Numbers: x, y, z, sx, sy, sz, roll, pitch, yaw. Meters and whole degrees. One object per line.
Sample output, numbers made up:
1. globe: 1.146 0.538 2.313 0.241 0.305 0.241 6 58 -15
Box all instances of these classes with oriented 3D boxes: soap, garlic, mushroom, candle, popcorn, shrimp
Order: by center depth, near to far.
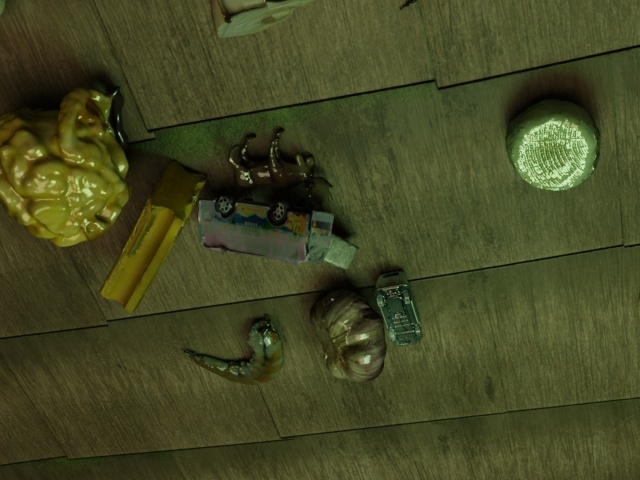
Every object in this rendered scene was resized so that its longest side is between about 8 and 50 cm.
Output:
1. mushroom: -0.124 -0.489 1.578 0.236 0.173 0.162 -22 95 -22
2. popcorn: -0.541 -0.170 1.763 0.382 0.349 0.349 -48 115 -9
3. candle: 0.000 0.000 1.890 0.192 0.168 0.068 28 92 -9
4. soap: -0.382 -0.008 1.908 0.096 0.204 0.324 28 124 -10
5. garlic: 0.084 0.228 2.032 0.160 0.245 0.245 -16 130 -22
6. shrimp: -0.199 0.310 2.222 0.287 0.068 0.185 -19 119 31

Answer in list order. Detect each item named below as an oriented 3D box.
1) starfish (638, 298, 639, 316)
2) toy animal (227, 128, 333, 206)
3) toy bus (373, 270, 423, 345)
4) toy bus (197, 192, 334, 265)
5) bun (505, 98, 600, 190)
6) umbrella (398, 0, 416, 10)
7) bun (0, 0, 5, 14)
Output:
1. starfish: 0.820 0.094 1.942 0.138 0.050 0.247 2 134 4
2. toy animal: -0.086 -0.150 1.845 0.214 0.094 0.186 -7 116 11
3. toy bus: 0.192 0.164 2.038 0.087 0.089 0.194 -12 124 14
4. toy bus: -0.129 -0.026 1.838 0.316 0.112 0.138 6 89 34
5. bun: 0.478 -0.199 1.717 0.195 0.118 0.195 6 123 9
6. umbrella: 0.210 -0.480 1.601 0.022 0.022 0.148 22 137 -39
7. bun: -0.720 -0.510 1.614 0.231 0.133 0.231 -8 148 -5
